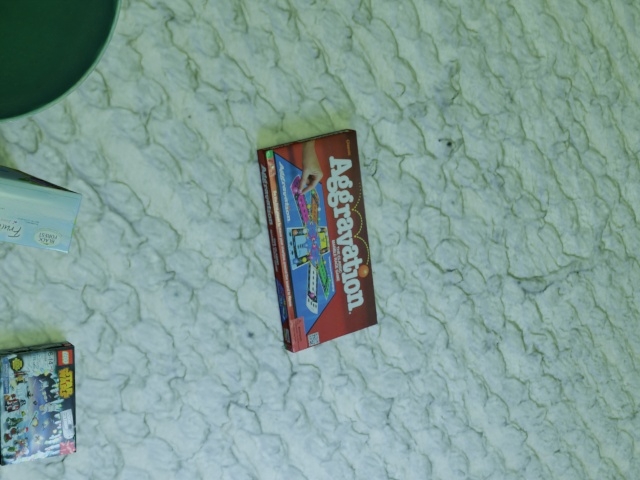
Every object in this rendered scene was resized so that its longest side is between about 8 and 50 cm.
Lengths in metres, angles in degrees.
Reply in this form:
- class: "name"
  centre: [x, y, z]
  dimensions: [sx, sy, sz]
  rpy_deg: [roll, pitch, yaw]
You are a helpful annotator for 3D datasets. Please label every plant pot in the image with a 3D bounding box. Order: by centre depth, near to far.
- class: "plant pot"
  centre: [-0.372, -0.267, 1.102]
  dimensions: [0.290, 0.195, 0.290]
  rpy_deg: [-7, 103, -32]

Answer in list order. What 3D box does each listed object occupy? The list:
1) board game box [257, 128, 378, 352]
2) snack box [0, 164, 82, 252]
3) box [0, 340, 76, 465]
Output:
- class: "board game box"
  centre: [0.000, 0.000, 1.494]
  dimensions: [0.145, 0.027, 0.281]
  rpy_deg: [-17, 108, -31]
- class: "snack box"
  centre: [-0.369, -0.048, 1.139]
  dimensions: [0.175, 0.207, 0.070]
  rpy_deg: [12, 92, -33]
- class: "box"
  centre: [-0.341, 0.194, 1.312]
  dimensions: [0.094, 0.027, 0.137]
  rpy_deg: [-6, 102, -33]
